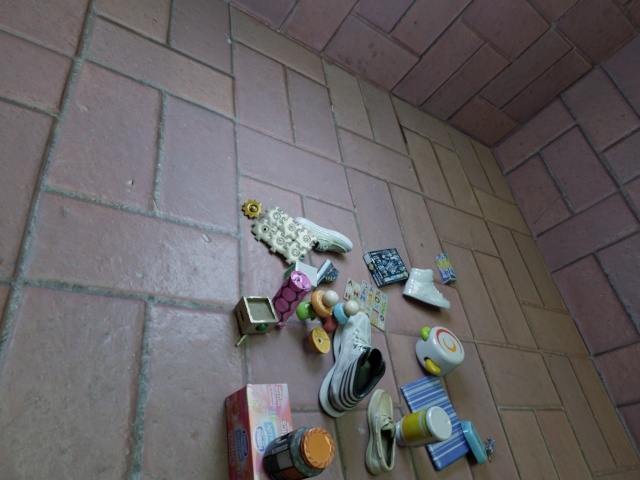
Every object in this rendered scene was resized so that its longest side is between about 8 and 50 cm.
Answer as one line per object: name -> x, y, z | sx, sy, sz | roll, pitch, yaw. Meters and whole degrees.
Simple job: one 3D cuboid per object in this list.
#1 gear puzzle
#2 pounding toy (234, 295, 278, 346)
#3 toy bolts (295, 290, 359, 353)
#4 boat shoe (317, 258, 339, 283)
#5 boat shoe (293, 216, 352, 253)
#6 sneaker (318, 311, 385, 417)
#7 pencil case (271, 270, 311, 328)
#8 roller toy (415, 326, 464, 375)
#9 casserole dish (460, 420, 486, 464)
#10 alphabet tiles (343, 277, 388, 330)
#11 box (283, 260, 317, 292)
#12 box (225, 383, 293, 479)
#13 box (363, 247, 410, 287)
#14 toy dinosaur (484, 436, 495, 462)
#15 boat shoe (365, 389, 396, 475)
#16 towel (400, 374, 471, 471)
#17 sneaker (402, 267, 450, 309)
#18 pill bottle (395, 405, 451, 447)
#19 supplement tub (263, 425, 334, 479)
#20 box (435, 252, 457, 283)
gear puzzle -> -0.187, -0.044, 1.767 | 0.339, 0.044, 0.175 | 38, 66, 0
pounding toy -> -0.231, 0.276, 1.473 | 0.130, 0.100, 0.141 | 7, 45, -39
toy bolts -> 0.051, 0.294, 1.601 | 0.228, 0.158, 0.218 | 13, 52, -57
boat shoe -> 0.020, 0.156, 1.792 | 0.083, 0.065, 0.183 | 44, 40, -4
boat shoe -> 0.000, 0.000, 1.885 | 0.302, 0.109, 0.094 | 23, 62, -15
sneaker -> 0.163, 0.413, 1.572 | 0.169, 0.257, 0.447 | 37, 42, -13
pencil case -> -0.112, 0.211, 1.524 | 0.095, 0.209, 0.098 | 6, 35, -44
roller toy -> 0.530, 0.500, 1.909 | 0.191, 0.146, 0.209 | 15, 39, -30
casserole dish -> 0.645, 0.841, 1.788 | 0.188, 0.037, 0.114 | 63, 17, 0
alphabet tiles -> 0.204, 0.269, 1.910 | 0.237, 0.009, 0.198 | 34, 43, -17
box -> -0.080, 0.153, 1.679 | 0.102, 0.101, 0.087 | 23, 47, -25
box -> -0.171, 0.583, 1.230 | 0.142, 0.154, 0.300 | 12, 53, -35
box -> 0.327, 0.129, 2.092 | 0.220, 0.051, 0.175 | -7, 65, -44
toy dinosaur -> 0.743, 0.910, 1.882 | 0.082, 0.047, 0.090 | -6, 97, -53
boat shoe -> 0.233, 0.682, 1.548 | 0.109, 0.098, 0.302 | 33, 43, -17
towel -> 0.480, 0.744, 1.773 | 0.243, 0.040, 0.336 | -3, 60, -40
sneaker -> 0.553, 0.233, 2.122 | 0.292, 0.108, 0.169 | 24, 79, -26
pill bottle -> 0.367, 0.693, 1.572 | 0.117, 0.208, 0.118 | 22, 47, -27
supplement tub -> -0.055, 0.549, 1.096 | 0.117, 0.190, 0.117 | 24, 46, -27
box -> 0.701, 0.159, 2.391 | 0.054, 0.059, 0.169 | 10, 53, -33
